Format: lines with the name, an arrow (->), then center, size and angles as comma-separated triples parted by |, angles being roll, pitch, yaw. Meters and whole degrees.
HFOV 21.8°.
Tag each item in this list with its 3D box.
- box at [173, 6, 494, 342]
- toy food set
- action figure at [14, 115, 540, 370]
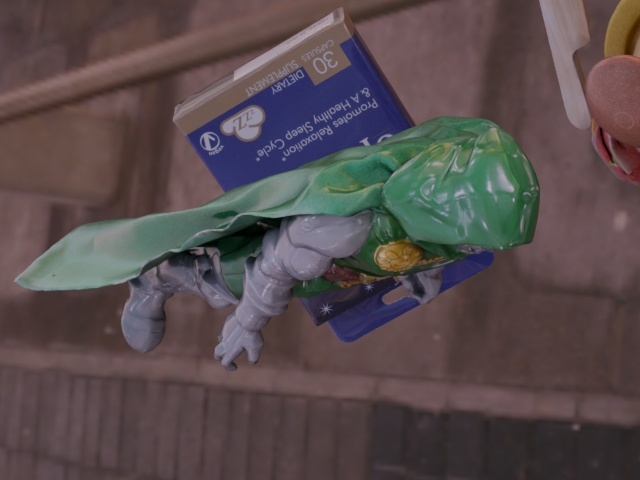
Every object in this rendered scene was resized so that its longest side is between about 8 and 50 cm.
box -> 0.016, -0.034, 1.160 | 0.136, 0.225, 0.036 | -30, 23, 11
toy food set -> 0.184, -0.056, 0.768 | 0.218, 0.071, 0.128 | 17, 140, 30
action figure -> 0.000, 0.000, 0.531 | 0.232, 0.137, 0.063 | -18, 89, 64
